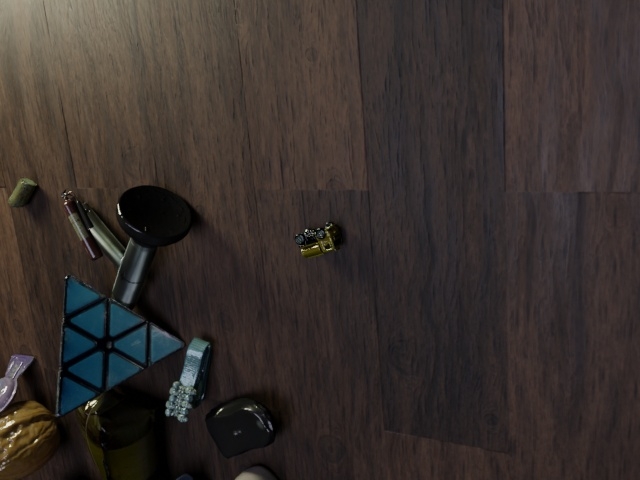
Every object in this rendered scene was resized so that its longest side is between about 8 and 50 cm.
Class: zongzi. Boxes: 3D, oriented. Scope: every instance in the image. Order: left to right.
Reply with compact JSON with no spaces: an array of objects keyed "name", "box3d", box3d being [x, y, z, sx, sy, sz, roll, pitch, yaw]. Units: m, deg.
[{"name":"zongzi","box3d":[-0.535,0.494,1.674,0.317,0.154,0.289,22,120,41]}]

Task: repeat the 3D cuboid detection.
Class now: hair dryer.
[{"name":"hair dryer","box3d":[-0.465,-0.019,1.459,0.284,0.156,0.320,42,129,-1]}]

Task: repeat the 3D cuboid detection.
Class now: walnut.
[{"name":"walnut","box3d":[-0.807,0.535,1.777,0.213,0.213,0.213,8,109,25]}]

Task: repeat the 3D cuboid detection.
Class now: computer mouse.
[{"name":"computer mouse","box3d":[-0.168,0.412,1.475,0.217,0.073,0.122,-27,90,38]}]

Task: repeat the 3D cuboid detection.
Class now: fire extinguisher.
[{"name":"fire extinguisher","box3d":[-0.524,-0.040,1.446,0.173,0.035,0.049,61,148,1]}]

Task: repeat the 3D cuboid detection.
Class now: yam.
[{"name":"yam","box3d":[-0.733,-0.118,1.626,0.043,0.043,0.094,47,119,8]}]

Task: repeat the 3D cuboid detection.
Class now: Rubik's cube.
[{"name":"Rubik's cube","box3d":[-0.505,0.247,1.522,0.228,0.233,0.229,42,101,33]}]

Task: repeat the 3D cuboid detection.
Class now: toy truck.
[{"name":"toy truck","box3d":[0.000,0.000,1.274,0.083,0.049,0.054,-16,98,32]}]

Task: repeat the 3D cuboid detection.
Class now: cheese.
[{"name":"cheese","box3d":[-0.847,0.392,1.777,0.105,0.191,0.042,-1,141,29]}]

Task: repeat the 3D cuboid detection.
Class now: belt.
[{"name":"belt","box3d":[-0.293,0.309,1.496,0.065,0.100,0.179,19,111,17]}]

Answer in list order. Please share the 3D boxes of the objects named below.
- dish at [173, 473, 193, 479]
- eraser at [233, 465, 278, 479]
[{"name":"dish","box3d":[-0.377,0.658,1.603,0.086,0.228,0.236,25,81,52]},{"name":"eraser","box3d":[-0.108,0.721,1.498,0.331,0.150,0.331,8,107,28]}]
